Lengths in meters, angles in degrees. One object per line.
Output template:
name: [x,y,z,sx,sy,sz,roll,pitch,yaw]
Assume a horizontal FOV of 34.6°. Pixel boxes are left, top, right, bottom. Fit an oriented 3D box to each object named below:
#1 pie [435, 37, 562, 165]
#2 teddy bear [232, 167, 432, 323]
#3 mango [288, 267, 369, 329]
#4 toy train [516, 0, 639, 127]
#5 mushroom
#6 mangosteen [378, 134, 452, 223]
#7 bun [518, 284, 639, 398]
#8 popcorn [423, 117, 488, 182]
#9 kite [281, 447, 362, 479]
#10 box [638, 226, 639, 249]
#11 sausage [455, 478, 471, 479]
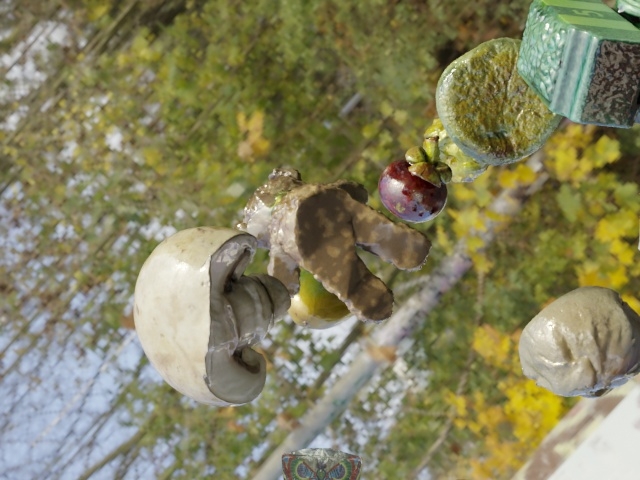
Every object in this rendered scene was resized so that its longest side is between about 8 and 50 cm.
pie: [0.383,-0.299,2.185,0.277,0.277,0.078,42,-173,-9]
teddy bear: [0.008,0.006,1.736,0.296,0.246,0.222,36,170,-4]
mango: [0.028,0.135,2.556,0.251,0.114,0.156,-16,-124,-34]
toy train: [0.419,-0.270,1.485,0.238,0.167,0.299,4,-154,-9]
mushroom: [-0.163,0.096,1.446,0.189,0.254,0.195,10,-161,31]
mangosteen: [0.212,-0.122,2.142,0.145,0.181,0.156,39,-170,-34]
bun: [0.595,0.236,2.254,0.281,0.281,0.205,38,-166,-53]
popcorn: [0.346,-0.237,2.550,0.197,0.156,0.198,24,146,17]
kite: [0.000,0.528,1.897,0.152,0.286,0.015,1,172,5]
box: [0.734,-0.039,1.921,0.269,0.135,0.079,0,-174,-2]
sausage: [0.237,0.549,1.911,0.133,0.258,0.133,20,133,23]
